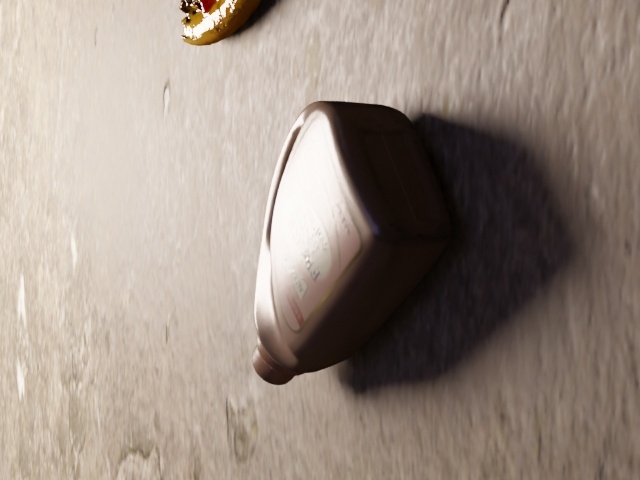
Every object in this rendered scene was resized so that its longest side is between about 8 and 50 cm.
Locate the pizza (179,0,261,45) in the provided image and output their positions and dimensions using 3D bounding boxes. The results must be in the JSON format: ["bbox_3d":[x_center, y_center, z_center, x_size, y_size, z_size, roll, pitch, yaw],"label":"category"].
[{"bbox_3d":[-0.097,-0.279,1.114,0.201,0.053,0.193,-53,48,46],"label":"pizza"}]

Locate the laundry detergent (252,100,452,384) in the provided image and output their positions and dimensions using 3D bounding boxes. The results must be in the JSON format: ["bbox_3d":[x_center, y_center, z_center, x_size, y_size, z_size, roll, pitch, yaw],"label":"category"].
[{"bbox_3d":[0.000,0.000,0.943,0.237,0.076,0.171,-54,46,47],"label":"laundry detergent"}]
